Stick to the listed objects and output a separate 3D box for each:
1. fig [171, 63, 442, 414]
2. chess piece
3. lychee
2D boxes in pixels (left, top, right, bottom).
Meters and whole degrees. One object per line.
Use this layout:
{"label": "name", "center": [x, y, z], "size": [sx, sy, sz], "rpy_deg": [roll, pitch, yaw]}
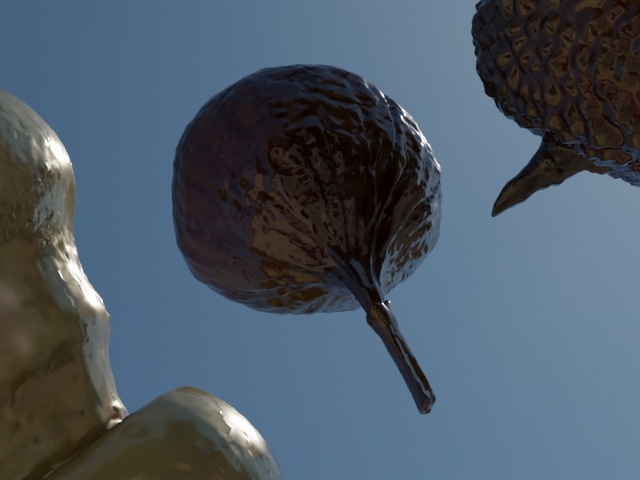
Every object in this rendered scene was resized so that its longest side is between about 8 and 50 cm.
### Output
{"label": "fig", "center": [0.000, 0.000, 0.765], "size": [0.146, 0.201, 0.134], "rpy_deg": [-13, -57, -3]}
{"label": "chess piece", "center": [-0.075, 0.071, 0.395], "size": [0.142, 0.261, 0.143], "rpy_deg": [-41, -5, -5]}
{"label": "lychee", "center": [0.147, -0.086, 0.686], "size": [0.165, 0.165, 0.197], "rpy_deg": [23, -79, -39]}
